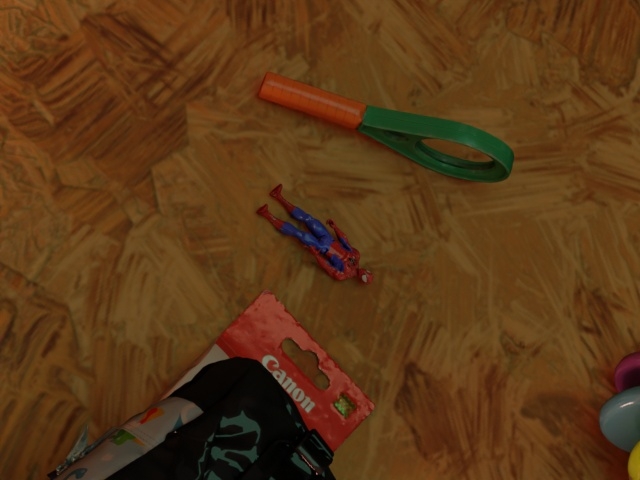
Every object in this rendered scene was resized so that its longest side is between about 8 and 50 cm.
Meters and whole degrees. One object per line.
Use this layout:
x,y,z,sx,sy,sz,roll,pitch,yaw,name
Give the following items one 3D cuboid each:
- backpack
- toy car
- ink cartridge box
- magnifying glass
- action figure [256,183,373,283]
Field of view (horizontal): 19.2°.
-0.152,0.295,1.373,0.355,0.273,0.290,-38,104,-37,backpack
0.323,0.144,1.668,0.182,0.159,0.136,-31,55,-25,toy car
-0.048,0.146,1.554,0.145,0.045,0.179,47,67,-6,ink cartridge box
0.058,-0.098,1.643,0.231,0.092,0.026,20,74,-6,magnifying glass
0.000,0.000,1.619,0.115,0.030,0.038,40,61,-12,action figure
